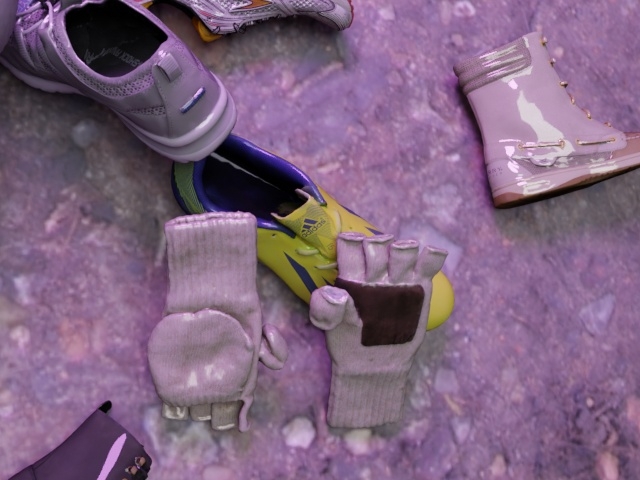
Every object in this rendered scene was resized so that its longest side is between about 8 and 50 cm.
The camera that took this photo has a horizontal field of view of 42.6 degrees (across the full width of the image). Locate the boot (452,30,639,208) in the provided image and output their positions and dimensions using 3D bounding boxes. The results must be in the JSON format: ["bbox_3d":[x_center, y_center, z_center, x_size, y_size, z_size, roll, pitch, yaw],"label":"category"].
[{"bbox_3d":[0.251,-0.135,0.838,0.213,0.077,0.165,-16,83,-15],"label":"boot"}]

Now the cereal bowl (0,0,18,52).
[{"bbox_3d":[-0.374,-0.145,0.545,0.338,0.339,0.141,-3,105,-16],"label":"cereal bowl"}]

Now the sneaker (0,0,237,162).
[{"bbox_3d":[-0.187,-0.173,0.660,0.281,0.115,0.105,28,71,23],"label":"sneaker"}]

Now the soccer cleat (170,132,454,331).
[{"bbox_3d":[-0.001,0.001,0.719,0.289,0.121,0.094,30,74,-9],"label":"soccer cleat"}]

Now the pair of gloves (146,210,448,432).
[{"bbox_3d":[-0.022,0.080,0.687,0.240,0.042,0.204,5,115,-15],"label":"pair of gloves"}]

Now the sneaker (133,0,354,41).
[{"bbox_3d":[-0.078,-0.227,0.767,0.225,0.088,0.093,9,99,-14],"label":"sneaker"}]

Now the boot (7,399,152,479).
[{"bbox_3d":[-0.160,0.226,0.633,0.198,0.077,0.137,39,66,19],"label":"boot"}]
